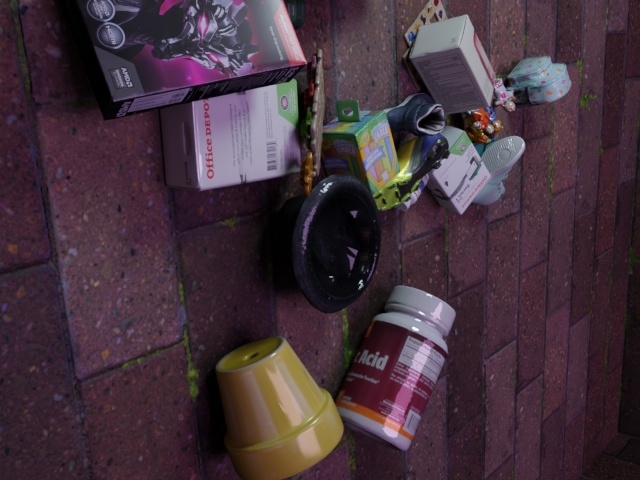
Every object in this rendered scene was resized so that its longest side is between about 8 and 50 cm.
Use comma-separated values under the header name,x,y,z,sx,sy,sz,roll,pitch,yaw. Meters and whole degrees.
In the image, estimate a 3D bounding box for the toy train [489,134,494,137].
name,x,y,z,sx,sy,sz,roll,pitch,yaw
toy train,0.574,-0.313,2.215,0.036,0.027,0.158,-58,135,-37

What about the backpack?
name,x,y,z,sx,sy,sz,roll,pitch,yaw
backpack,0.723,-0.526,2.213,0.166,0.188,0.144,-45,129,-32

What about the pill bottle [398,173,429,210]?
name,x,y,z,sx,sy,sz,roll,pitch,yaw
pill bottle,0.246,-0.142,1.852,0.120,0.067,0.067,-57,134,-23

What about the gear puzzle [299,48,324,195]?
name,x,y,z,sx,sy,sz,roll,pitch,yaw
gear puzzle,-0.024,-0.236,1.439,0.175,0.044,0.338,85,7,-58

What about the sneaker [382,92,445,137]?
name,x,y,z,sx,sy,sz,roll,pitch,yaw
sneaker,0.280,-0.337,1.780,0.226,0.163,0.086,-35,121,-40

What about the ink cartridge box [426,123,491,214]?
name,x,y,z,sx,sy,sz,roll,pitch,yaw
ink cartridge box,0.386,-0.203,1.952,0.160,0.093,0.219,-52,133,-6

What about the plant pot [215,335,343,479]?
name,x,y,z,sx,sy,sz,roll,pitch,yaw
plant pot,-0.108,0.347,1.446,0.254,0.254,0.239,-30,103,-41

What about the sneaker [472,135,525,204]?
name,x,y,z,sx,sy,sz,roll,pitch,yaw
sneaker,0.558,-0.215,2.104,0.151,0.094,0.256,14,126,-48

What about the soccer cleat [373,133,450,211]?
name,x,y,z,sx,sy,sz,roll,pitch,yaw
soccer cleat,0.220,-0.188,1.798,0.289,0.121,0.093,-42,137,-8

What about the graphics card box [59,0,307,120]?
name,x,y,z,sx,sy,sz,roll,pitch,yaw
graphics card box,-0.227,-0.361,1.146,0.371,0.094,0.232,-19,89,-29

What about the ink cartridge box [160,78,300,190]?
name,x,y,z,sx,sy,sz,roll,pitch,yaw
ink cartridge box,-0.174,-0.217,1.332,0.273,0.115,0.198,-16,109,-46

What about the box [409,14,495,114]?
name,x,y,z,sx,sy,sz,roll,pitch,yaw
box,0.366,-0.475,1.830,0.232,0.149,0.126,48,50,-42

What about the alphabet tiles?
name,x,y,z,sx,sy,sz,roll,pitch,yaw
alphabet tiles,0.307,-0.545,1.882,0.237,0.009,0.198,-56,134,-24

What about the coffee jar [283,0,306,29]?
name,x,y,z,sx,sy,sz,roll,pitch,yaw
coffee jar,-0.123,-0.465,1.351,0.184,0.096,0.079,-20,120,-45

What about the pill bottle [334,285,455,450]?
name,x,y,z,sx,sy,sz,roll,pitch,yaw
pill bottle,0.203,0.334,1.785,0.224,0.224,0.392,44,66,-44

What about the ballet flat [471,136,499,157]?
name,x,y,z,sx,sy,sz,roll,pitch,yaw
ballet flat,0.492,-0.289,2.100,0.188,0.070,0.070,-17,110,-42

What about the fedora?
name,x,y,z,sx,sy,sz,roll,pitch,yaw
fedora,0.000,0.000,1.540,0.334,0.153,0.334,-18,114,-47

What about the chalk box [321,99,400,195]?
name,x,y,z,sx,sy,sz,roll,pitch,yaw
chalk box,0.084,-0.232,1.606,0.132,0.132,0.213,-42,125,-35

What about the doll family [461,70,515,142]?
name,x,y,z,sx,sy,sz,roll,pitch,yaw
doll family,0.499,-0.392,2.053,0.263,0.118,0.163,-44,106,-38
